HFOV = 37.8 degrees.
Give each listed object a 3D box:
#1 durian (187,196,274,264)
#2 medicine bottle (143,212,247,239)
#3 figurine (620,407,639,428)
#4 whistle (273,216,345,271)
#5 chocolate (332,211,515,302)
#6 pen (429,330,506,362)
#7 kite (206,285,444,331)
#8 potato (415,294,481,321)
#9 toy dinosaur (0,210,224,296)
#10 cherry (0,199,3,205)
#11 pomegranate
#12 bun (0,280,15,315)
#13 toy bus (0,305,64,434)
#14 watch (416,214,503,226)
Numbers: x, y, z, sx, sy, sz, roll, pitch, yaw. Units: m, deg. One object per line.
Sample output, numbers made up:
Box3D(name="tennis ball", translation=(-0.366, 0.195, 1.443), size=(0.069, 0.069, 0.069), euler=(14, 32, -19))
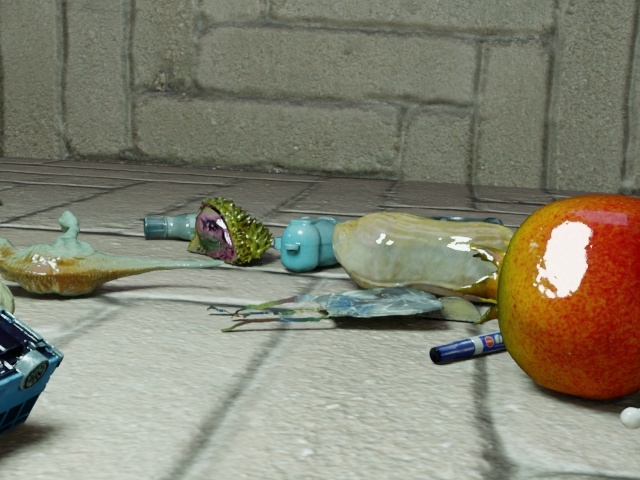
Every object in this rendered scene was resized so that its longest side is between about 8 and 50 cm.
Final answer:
Box3D(name="durian", translation=(-0.157, -0.031, 1.662), size=(0.119, 0.108, 0.187), euler=(-26, 21, -32))
Box3D(name="medicine bottle", translation=(-0.244, -0.028, 1.854), size=(0.209, 0.053, 0.090), euler=(-1, 10, -18))
Box3D(name="figurine", translation=(0.400, 0.136, 0.851), size=(0.257, 0.144, 0.182), euler=(5, 30, 1))
Box3D(name="whistle", translation=(0.000, 0.000, 1.662), size=(0.186, 0.093, 0.274), euler=(5, 6, 23))
Box3D(name="chocolate", translation=(0.167, 0.028, 1.422), size=(0.309, 0.134, 0.134), euler=(9, 10, 11))
Box3D(name="pen", translation=(0.210, 0.125, 1.148), size=(0.204, 0.025, 0.025), euler=(-6, 13, -40))
Box3D(name="kite", translation=(0.012, 0.090, 1.255), size=(0.310, 0.015, 0.169), euler=(-7, 11, -20))
Box3D(name="potato", translation=(0.181, 0.091, 1.304), size=(0.093, 0.036, 0.037), euler=(4, 13, 12))
Box3D(name="toy dinosaur", translation=(-0.344, 0.030, 1.373), size=(0.393, 0.092, 0.205), euler=(13, 13, -5))
Box3D(name="cherry", translation=(-0.707, -0.051, 1.698), size=(0.188, 0.115, 0.148), euler=(11, -8, 16))
Box3D(name="pomegranate", translation=(0.276, 0.055, 1.004), size=(0.257, 0.220, 0.221), euler=(12, 12, 26))
Box3D(name="bun", translation=(-0.462, 0.058, 1.056), size=(0.223, 0.127, 0.222), euler=(0, 10, 0))
Box3D(name="toy bus", translation=(-0.306, 0.125, 0.756), size=(0.090, 0.106, 0.185), euler=(36, 17, 10))
Box3D(name="watch", translation=(0.275, -0.017, 1.906), size=(0.193, 0.068, 0.206), euler=(1, 6, 9))
